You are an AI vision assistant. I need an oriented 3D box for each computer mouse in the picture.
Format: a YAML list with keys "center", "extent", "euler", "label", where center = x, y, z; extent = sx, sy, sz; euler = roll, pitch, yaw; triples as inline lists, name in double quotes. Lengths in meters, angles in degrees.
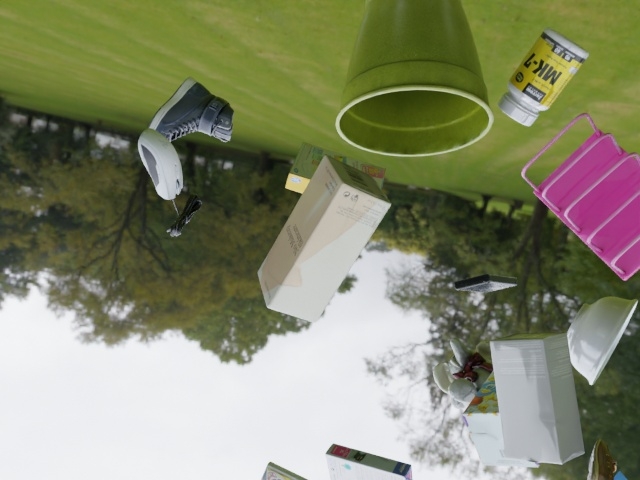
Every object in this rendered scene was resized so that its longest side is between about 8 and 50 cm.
- center: [-0.272, -0.112, 1.180]
  extent: [0.042, 0.193, 0.106]
  euler: [-3, -149, 26]
  label: "computer mouse"

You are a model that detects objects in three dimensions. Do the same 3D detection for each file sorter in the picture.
- center: [0.604, -0.098, 1.383]
  extent: [0.182, 0.202, 0.291]
  euler: [18, -150, -55]
  label: "file sorter"

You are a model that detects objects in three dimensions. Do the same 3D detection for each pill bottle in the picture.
- center: [0.521, -0.384, 1.540]
  extent: [0.119, 0.208, 0.119]
  euler: [24, -152, -14]
  label: "pill bottle"

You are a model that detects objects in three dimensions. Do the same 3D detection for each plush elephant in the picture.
- center: [0.507, 0.430, 2.136]
  extent: [0.255, 0.272, 0.330]
  euler: [50, 171, 46]
  label: "plush elephant"

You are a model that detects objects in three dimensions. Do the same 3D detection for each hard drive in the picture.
- center: [0.395, 0.103, 1.548]
  extent: [0.094, 0.022, 0.135]
  euler: [-19, 161, 41]
  label: "hard drive"

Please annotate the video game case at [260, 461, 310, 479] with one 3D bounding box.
- center: [-0.053, 0.636, 1.452]
  extent: [0.227, 0.206, 0.026]
  euler: [23, -176, 8]
  label: "video game case"

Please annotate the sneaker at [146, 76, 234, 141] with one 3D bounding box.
- center: [-0.299, -0.261, 1.521]
  extent: [0.163, 0.226, 0.086]
  euler: [34, 157, -3]
  label: "sneaker"

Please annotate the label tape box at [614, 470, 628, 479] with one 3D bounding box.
- center: [0.819, 0.822, 1.732]
  extent: [0.106, 0.240, 0.334]
  euler: [18, -160, -32]
  label: "label tape box"

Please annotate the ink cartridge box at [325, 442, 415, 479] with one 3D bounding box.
- center: [0.172, 0.730, 1.949]
  extent: [0.311, 0.186, 0.065]
  euler: [7, -151, 31]
  label: "ink cartridge box"

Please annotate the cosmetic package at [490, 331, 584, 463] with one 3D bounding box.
- center: [0.422, 0.305, 1.271]
  extent: [0.107, 0.238, 0.127]
  euler: [-4, 176, -43]
  label: "cosmetic package"

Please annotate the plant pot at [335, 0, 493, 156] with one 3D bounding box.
- center: [0.225, -0.438, 1.573]
  extent: [0.366, 0.353, 0.366]
  euler: [2, 165, 1]
  label: "plant pot"

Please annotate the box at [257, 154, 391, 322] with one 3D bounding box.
- center: [0.000, 0.000, 1.343]
  extent: [0.121, 0.311, 0.148]
  euler: [21, -159, -26]
  label: "box"

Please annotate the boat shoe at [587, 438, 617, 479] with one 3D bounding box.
- center: [0.714, 0.568, 1.641]
  extent: [0.060, 0.064, 0.178]
  euler: [15, -159, 21]
  label: "boat shoe"

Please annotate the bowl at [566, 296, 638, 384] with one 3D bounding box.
- center: [0.855, 0.288, 2.024]
  extent: [0.134, 0.298, 0.298]
  euler: [29, -171, 28]
  label: "bowl"

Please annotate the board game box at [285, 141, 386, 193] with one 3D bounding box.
- center: [0.058, -0.217, 2.252]
  extent: [0.316, 0.064, 0.242]
  euler: [18, -144, 0]
  label: "board game box"

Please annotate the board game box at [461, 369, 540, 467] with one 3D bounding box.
- center: [0.473, 0.388, 1.536]
  extent: [0.144, 0.142, 0.275]
  euler: [-15, -168, 42]
  label: "board game box"
